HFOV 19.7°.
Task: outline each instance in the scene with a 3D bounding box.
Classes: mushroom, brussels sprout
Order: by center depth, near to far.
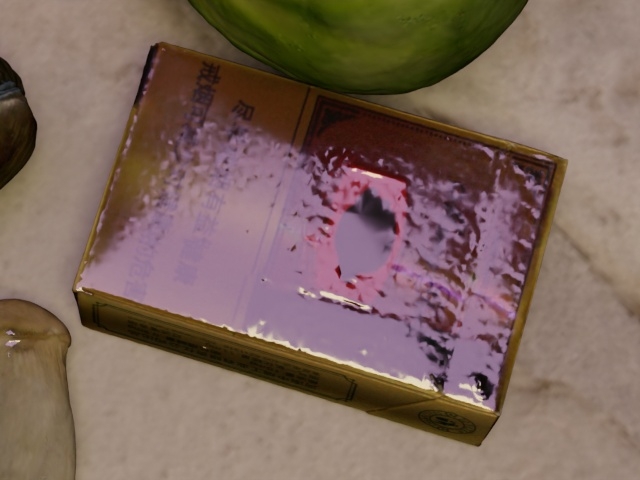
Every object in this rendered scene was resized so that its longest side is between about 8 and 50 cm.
[{"bbox_3d":[-0.196,0.157,0.956,0.118,0.103,0.270,34,66,-1],"label":"mushroom"},{"bbox_3d":[0.004,-0.200,0.992,0.271,0.210,0.219,29,66,25],"label":"brussels sprout"}]

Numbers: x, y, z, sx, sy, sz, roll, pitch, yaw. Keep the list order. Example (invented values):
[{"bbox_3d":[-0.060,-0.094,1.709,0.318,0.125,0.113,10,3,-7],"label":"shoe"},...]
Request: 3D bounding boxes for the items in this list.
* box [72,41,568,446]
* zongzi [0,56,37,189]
[{"bbox_3d":[0.000,0.000,1.016,0.240,0.071,0.159,17,74,1],"label":"box"},{"bbox_3d":[-0.247,0.022,0.978,0.221,0.112,0.242,-11,85,-7],"label":"zongzi"}]
